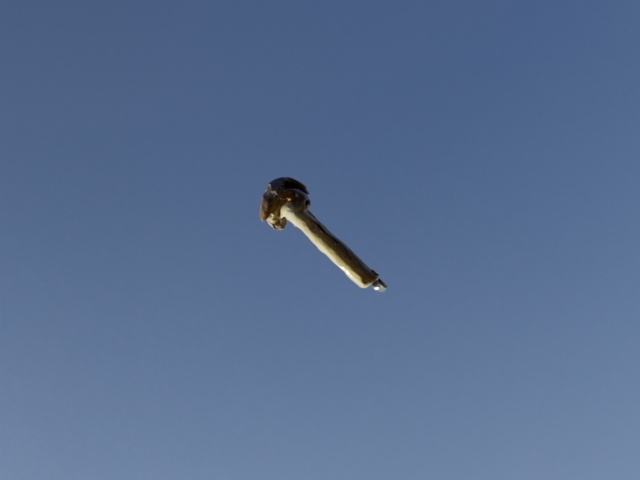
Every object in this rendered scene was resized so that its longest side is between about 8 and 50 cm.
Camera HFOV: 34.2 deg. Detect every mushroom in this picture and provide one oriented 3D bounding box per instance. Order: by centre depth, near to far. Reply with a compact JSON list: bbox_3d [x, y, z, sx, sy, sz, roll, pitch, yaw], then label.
[{"bbox_3d":[0.000,0.000,1.205,0.061,0.187,0.060,-49,-17,16],"label":"mushroom"}]
